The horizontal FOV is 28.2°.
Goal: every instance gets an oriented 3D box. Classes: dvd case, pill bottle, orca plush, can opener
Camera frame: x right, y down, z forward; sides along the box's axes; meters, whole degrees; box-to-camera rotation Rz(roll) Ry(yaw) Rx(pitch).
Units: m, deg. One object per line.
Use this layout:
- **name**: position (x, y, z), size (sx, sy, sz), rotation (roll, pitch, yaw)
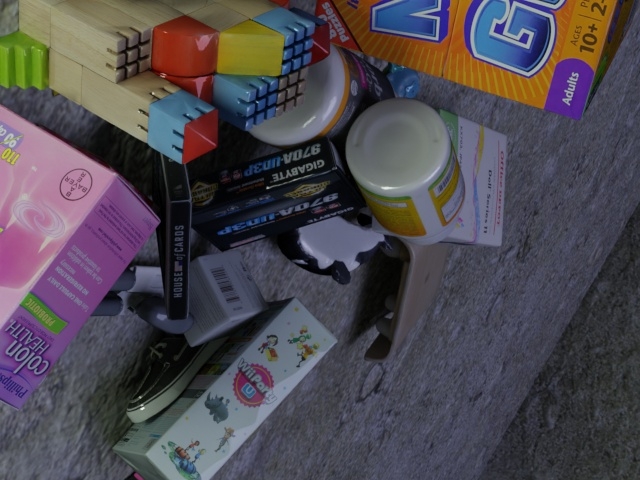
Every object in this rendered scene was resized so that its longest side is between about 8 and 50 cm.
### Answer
- **dvd case**: position (-0.179, -0.051, 1.516), size (0.029, 0.239, 0.179), rotation (-4, 130, -11)
- **pill bottle**: position (0.123, -0.082, 1.727), size (0.136, 0.136, 0.246), rotation (-55, 158, -10)
- **orca plush**: position (0.000, 0.000, 2.045), size (0.287, 0.102, 0.151), rotation (-31, 98, -60)
- **pill bottle**: position (0.010, -0.185, 1.750), size (0.162, 0.162, 0.278), rotation (-63, 154, 6)
- **can opener**: position (-0.259, 0.068, 1.625), size (0.280, 0.093, 0.074), rotation (10, 109, -57)

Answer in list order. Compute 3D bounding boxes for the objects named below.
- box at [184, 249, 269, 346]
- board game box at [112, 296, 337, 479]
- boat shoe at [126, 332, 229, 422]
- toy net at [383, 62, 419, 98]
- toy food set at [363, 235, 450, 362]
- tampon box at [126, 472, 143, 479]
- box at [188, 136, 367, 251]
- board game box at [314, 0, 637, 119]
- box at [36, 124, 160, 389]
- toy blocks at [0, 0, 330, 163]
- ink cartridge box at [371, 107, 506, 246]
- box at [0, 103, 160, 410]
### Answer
- **box**: position (-0.147, 0.080, 1.777), size (0.087, 0.101, 0.102), rotation (-35, 167, 29)
- **board game box**: position (-0.142, 0.221, 1.827), size (0.303, 0.097, 0.224), rotation (-47, -168, -19)
- **boat shoe**: position (-0.211, 0.166, 1.824), size (0.070, 0.078, 0.219), rotation (52, 57, -19)
- **toy net**: position (0.109, -0.294, 1.953), size (0.122, 0.045, 0.232), rotation (-29, 139, -26)
- **toy food set**: position (0.157, 0.051, 2.350), size (0.220, 0.092, 0.306), rotation (-47, 154, -49)
- **tampon box**: position (-0.281, 0.446, 1.920), size (0.161, 0.120, 0.101), rotation (-36, 146, -40)
- **box**: position (-0.065, -0.059, 1.707), size (0.220, 0.051, 0.175), rotation (-17, 161, 10)
- **board game box**: position (0.239, -0.424, 1.598), size (0.356, 0.356, 0.356), rotation (-52, 157, -53)
- **box**: position (-0.316, 0.020, 1.427), size (0.257, 0.122, 0.128), rotation (-56, 153, -7)
- **toy blocks**: position (-0.126, -0.216, 1.369), size (0.381, 0.261, 0.191), rotation (-33, 143, -43)
- **ink cartridge box**: position (0.223, -0.098, 2.167), size (0.353, 0.119, 0.207), rotation (8, 85, -60)
- **box**: position (-0.328, 0.006, 1.289), size (0.243, 0.213, 0.117), rotation (-54, 153, -10)
